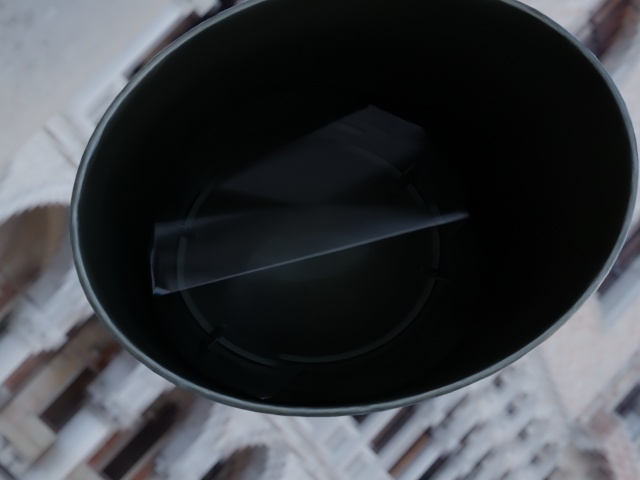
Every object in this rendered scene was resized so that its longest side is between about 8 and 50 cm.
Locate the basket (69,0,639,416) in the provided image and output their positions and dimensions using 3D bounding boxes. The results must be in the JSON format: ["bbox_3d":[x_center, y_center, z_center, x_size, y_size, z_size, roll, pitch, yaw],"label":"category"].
[{"bbox_3d":[0.000,0.000,0.730,0.227,0.204,0.154,128,-53,-78],"label":"basket"}]
